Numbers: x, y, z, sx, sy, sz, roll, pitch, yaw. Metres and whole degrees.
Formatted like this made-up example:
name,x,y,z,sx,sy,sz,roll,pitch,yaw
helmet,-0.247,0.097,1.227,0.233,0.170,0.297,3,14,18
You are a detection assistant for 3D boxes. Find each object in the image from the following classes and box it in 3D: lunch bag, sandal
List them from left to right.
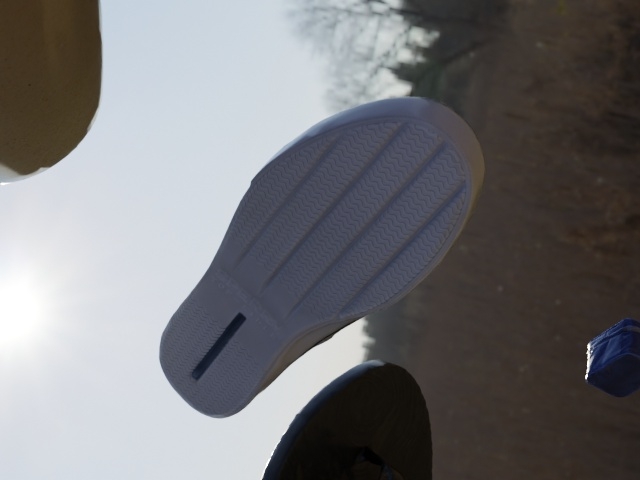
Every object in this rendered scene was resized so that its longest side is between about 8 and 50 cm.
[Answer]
name,x,y,z,sx,sy,sz,roll,pitch,yaw
sandal,-0.003,0.304,0.967,0.167,0.107,0.446,41,-114,-34
lunch bag,0.377,0.140,1.541,0.098,0.067,0.065,-42,27,43

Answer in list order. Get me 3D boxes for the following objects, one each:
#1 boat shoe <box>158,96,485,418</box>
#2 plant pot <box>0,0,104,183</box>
name,x,y,z,sx,sy,sz,roll,pitch,yaw
boat shoe,0.000,0.000,0.846,0.335,0.121,0.119,-41,1,44
plant pot,-0.237,-0.156,0.741,0.274,0.256,0.256,70,-148,-59
